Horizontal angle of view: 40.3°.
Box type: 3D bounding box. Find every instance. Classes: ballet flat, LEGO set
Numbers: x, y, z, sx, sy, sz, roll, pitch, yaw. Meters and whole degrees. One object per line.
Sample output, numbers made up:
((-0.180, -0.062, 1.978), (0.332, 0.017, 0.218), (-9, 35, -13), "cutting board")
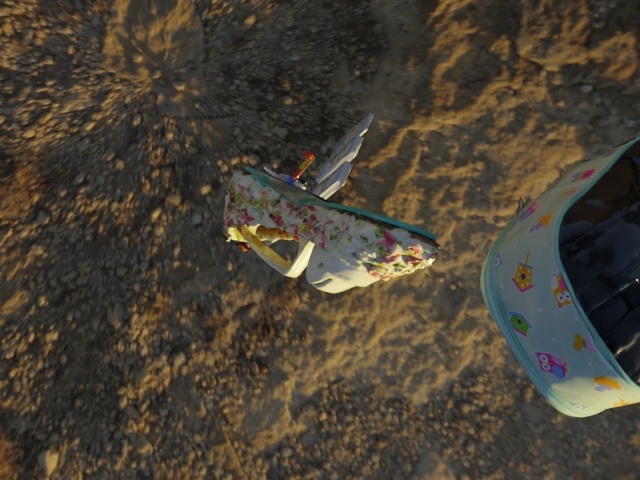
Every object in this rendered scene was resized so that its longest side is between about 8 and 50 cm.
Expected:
((0.000, 0.000, 0.725), (0.091, 0.241, 0.077), (22, 91, -41), "ballet flat")
((-0.038, -0.081, 1.237), (0.060, 0.182, 0.244), (40, 130, -15), "LEGO set")

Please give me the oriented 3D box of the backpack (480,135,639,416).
((0.203, 0.033, 0.635), (0.188, 0.144, 0.166), (-37, 97, -45), "backpack")
